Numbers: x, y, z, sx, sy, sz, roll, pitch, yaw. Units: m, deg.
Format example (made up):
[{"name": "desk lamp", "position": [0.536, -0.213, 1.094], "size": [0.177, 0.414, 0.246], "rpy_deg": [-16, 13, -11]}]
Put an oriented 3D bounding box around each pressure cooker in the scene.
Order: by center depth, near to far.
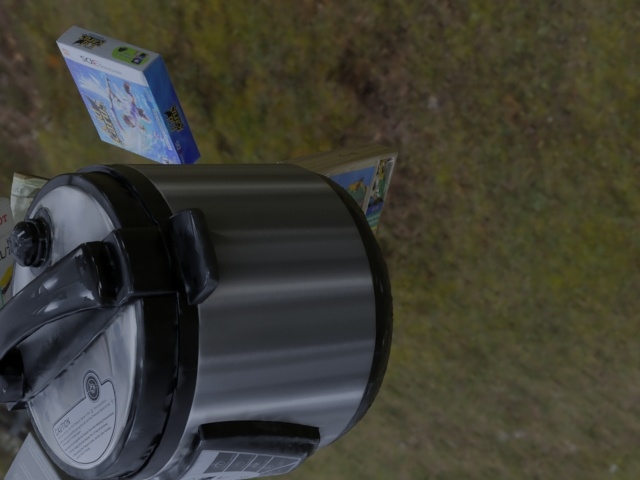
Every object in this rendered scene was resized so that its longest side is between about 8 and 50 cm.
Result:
[{"name": "pressure cooker", "position": [-0.178, 0.091, 1.443], "size": [0.420, 0.370, 0.375], "rpy_deg": [-2, -157, -37]}]

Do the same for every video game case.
[{"name": "video game case", "position": [-0.378, -0.277, 2.456], "size": [0.244, 0.061, 0.269], "rpy_deg": [23, 147, 33]}]

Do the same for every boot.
[{"name": "boot", "position": [-0.530, -0.035, 2.437], "size": [0.077, 0.165, 0.213], "rpy_deg": [16, 179, 41]}]

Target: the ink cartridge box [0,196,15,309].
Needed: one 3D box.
[{"name": "ink cartridge box", "position": [-0.598, 0.087, 1.966], "size": [0.197, 0.270, 0.198], "rpy_deg": [-2, -163, 20]}]

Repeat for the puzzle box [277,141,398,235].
[{"name": "puzzle box", "position": [0.000, 0.000, 1.869], "size": [0.052, 0.272, 0.409], "rpy_deg": [20, -165, 17]}]

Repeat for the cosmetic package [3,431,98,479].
[{"name": "cosmetic package", "position": [-0.375, 0.383, 1.657], "size": [0.107, 0.238, 0.127], "rpy_deg": [9, -151, -47]}]
